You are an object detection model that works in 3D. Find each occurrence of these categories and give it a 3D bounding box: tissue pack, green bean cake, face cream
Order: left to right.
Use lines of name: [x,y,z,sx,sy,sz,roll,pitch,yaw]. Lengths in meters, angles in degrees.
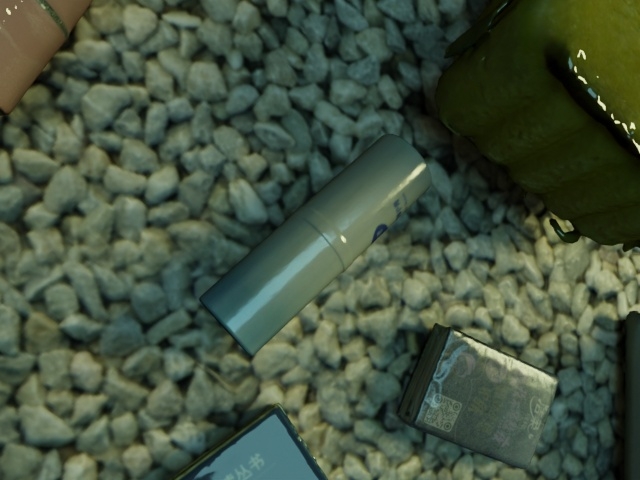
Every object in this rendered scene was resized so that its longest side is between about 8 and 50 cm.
face cream: [0.000,0.000,0.515,0.250,0.077,0.077,-42,99,-14]
tissue pack: [0.175,0.172,0.573,0.156,0.051,0.113,25,83,-14]
green bean cake: [0.286,-0.162,0.559,0.310,0.202,0.285,41,65,-12]

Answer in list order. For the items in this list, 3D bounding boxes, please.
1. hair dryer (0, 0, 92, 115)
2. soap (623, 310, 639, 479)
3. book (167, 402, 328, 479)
hair dryer: [-0.354,-0.279,0.414,0.352,0.125,0.211,30,79,-6]
soap: [0.503,0.242,0.608,0.257,0.159,0.303,3,88,-13]
book: [-0.040,0.407,0.443,0.299,0.039,0.428,-32,80,-16]
